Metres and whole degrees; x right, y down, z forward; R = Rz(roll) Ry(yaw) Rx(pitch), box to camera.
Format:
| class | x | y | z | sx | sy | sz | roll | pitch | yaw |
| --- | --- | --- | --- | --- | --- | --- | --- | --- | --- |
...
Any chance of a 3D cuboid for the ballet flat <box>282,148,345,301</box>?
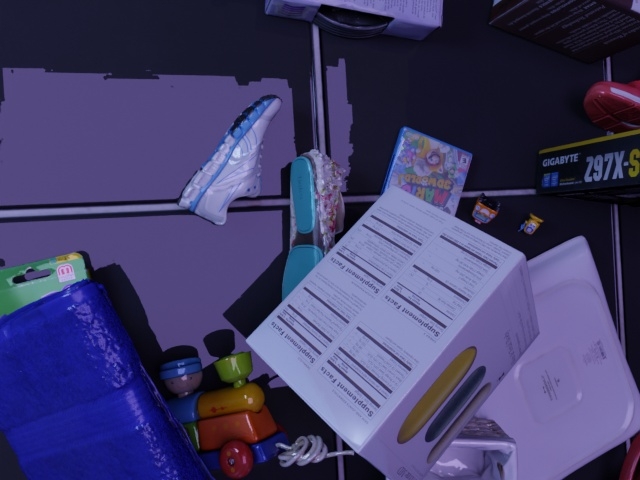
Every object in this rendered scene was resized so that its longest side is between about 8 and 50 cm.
| class | x | y | z | sx | sy | sz | roll | pitch | yaw |
| --- | --- | --- | --- | --- | --- | --- | --- | --- | --- |
| ballet flat | 0.000 | 0.000 | 0.760 | 0.077 | 0.091 | 0.241 | 2 | 94 | -41 |

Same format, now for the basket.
| class | x | y | z | sx | sy | sz | roll | pitch | yaw |
| --- | --- | --- | --- | --- | --- | --- | --- | --- | --- |
| basket | 0.170 | 0.304 | 0.767 | 0.167 | 0.103 | 0.114 | 1 | 95 | 3 |

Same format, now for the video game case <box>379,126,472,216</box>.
| class | x | y | z | sx | sy | sz | roll | pitch | yaw |
| --- | --- | --- | --- | --- | --- | --- | --- | --- | --- |
| video game case | 0.149 | -0.069 | 0.833 | 0.119 | 0.015 | 0.166 | 19 | 85 | -15 |

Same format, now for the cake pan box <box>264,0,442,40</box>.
| class | x | y | z | sx | sy | sz | roll | pitch | yaw |
| --- | --- | --- | --- | --- | --- | --- | --- | --- | --- |
| cake pan box | 0.053 | -0.422 | 0.782 | 0.245 | 0.070 | 0.267 | 3 | 89 | -13 |

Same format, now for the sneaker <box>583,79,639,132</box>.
| class | x | y | z | sx | sy | sz | roll | pitch | yaw |
| --- | --- | --- | --- | --- | --- | --- | --- | --- | --- |
| sneaker | 0.513 | -0.242 | 0.911 | 0.221 | 0.087 | 0.128 | 15 | 77 | -27 |

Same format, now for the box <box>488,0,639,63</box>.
| class | x | y | z | sx | sy | sz | roll | pitch | yaw |
| --- | --- | --- | --- | --- | --- | --- | --- | --- | --- |
| box | 0.388 | -0.388 | 0.821 | 0.203 | 0.167 | 0.169 | 13 | 86 | -15 |

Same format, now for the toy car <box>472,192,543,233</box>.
| class | x | y | z | sx | sy | sz | roll | pitch | yaw |
| --- | --- | --- | --- | --- | --- | --- | --- | --- | --- |
| toy car | 0.279 | -0.029 | 0.850 | 0.122 | 0.060 | 0.041 | 24 | 115 | -8 |

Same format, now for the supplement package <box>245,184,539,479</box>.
| class | x | y | z | sx | sy | sz | roll | pitch | yaw |
| --- | --- | --- | --- | --- | --- | --- | --- | --- | --- |
| supplement package | 0.097 | 0.117 | 0.684 | 0.263 | 0.198 | 0.199 | -47 | 140 | -11 |

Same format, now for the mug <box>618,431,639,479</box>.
| class | x | y | z | sx | sy | sz | roll | pitch | yaw |
| --- | --- | --- | --- | --- | --- | --- | --- | --- | --- |
| mug | 0.534 | 0.390 | 0.902 | 0.169 | 0.113 | 0.150 | -29 | 64 | -9 |

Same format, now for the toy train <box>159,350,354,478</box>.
| class | x | y | z | sx | sy | sz | roll | pitch | yaw |
| --- | --- | --- | --- | --- | --- | --- | --- | --- | --- |
| toy train | -0.086 | 0.197 | 0.676 | 0.247 | 0.105 | 0.144 | -17 | 81 | 23 |

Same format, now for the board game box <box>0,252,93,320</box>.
| class | x | y | z | sx | sy | sz | roll | pitch | yaw |
| --- | --- | --- | --- | --- | --- | --- | --- | --- | --- |
| board game box | -0.320 | 0.153 | 0.691 | 0.124 | 0.039 | 0.260 | -14 | 96 | -15 |

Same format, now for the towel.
| class | x | y | z | sx | sy | sz | roll | pitch | yaw |
| --- | --- | --- | --- | --- | --- | --- | --- | --- | --- |
| towel | -0.247 | 0.207 | 0.621 | 0.227 | 0.076 | 0.308 | -23 | 97 | 27 |

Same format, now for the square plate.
| class | x | y | z | sx | sy | sz | roll | pitch | yaw |
| --- | --- | --- | --- | --- | --- | --- | --- | --- | --- |
| square plate | 0.338 | 0.213 | 0.867 | 0.343 | 0.049 | 0.348 | -23 | 96 | -14 |

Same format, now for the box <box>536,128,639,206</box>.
| class | x | y | z | sx | sy | sz | roll | pitch | yaw |
| --- | --- | --- | --- | --- | --- | --- | --- | --- | --- |
| box | 0.502 | -0.094 | 0.772 | 0.257 | 0.322 | 0.080 | 3 | 90 | -15 |

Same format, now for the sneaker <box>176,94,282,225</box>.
| class | x | y | z | sx | sy | sz | roll | pitch | yaw |
| --- | --- | --- | --- | --- | --- | --- | --- | --- | --- |
| sneaker | -0.101 | -0.103 | 0.743 | 0.083 | 0.071 | 0.191 | 37 | 89 | -19 |
